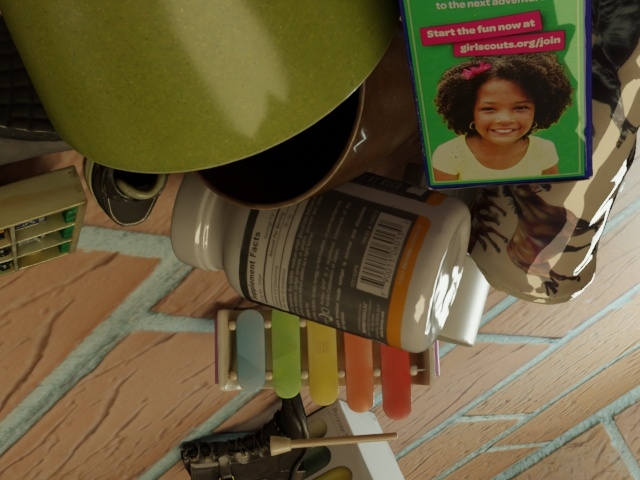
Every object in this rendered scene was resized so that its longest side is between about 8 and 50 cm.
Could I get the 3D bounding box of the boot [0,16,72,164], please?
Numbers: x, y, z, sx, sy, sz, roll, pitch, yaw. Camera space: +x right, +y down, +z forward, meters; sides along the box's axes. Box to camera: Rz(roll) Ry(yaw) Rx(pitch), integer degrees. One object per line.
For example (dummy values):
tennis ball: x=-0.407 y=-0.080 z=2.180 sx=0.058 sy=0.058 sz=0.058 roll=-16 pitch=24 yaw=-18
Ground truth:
boot: x=-0.331 y=-0.080 z=0.898 sx=0.338 sy=0.118 sz=0.223 roll=-4 pitch=154 yaw=-24

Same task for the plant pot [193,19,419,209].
plant pot: x=0.010 y=-0.145 z=0.972 sx=0.215 sy=0.215 sz=0.230 roll=-43 pitch=163 yaw=31

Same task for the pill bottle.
pill bottle: x=0.000 y=0.000 z=1.054 sx=0.162 sy=0.278 sz=0.162 roll=17 pitch=90 yaw=-73

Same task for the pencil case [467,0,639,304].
pencil case: x=0.280 y=-0.143 z=1.085 sx=0.183 sy=0.160 sz=0.410 roll=-36 pitch=147 yaw=-59

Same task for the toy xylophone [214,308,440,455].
toy xylophone: x=0.014 y=0.180 z=1.465 sx=0.322 sy=0.236 sz=0.081 roll=-10 pitch=174 yaw=2

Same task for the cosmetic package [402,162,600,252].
cosmetic package: x=0.220 y=-0.027 z=1.298 sx=0.238 sy=0.107 sz=0.127 roll=14 pitch=-177 yaw=-6

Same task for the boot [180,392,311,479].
boot: x=-0.139 y=0.380 z=1.887 sx=0.229 sy=0.091 sz=0.263 roll=-3 pitch=129 yaw=-11

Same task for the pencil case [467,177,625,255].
pencil case: x=0.279 y=-0.062 z=1.425 sx=0.273 sy=0.113 sz=0.124 roll=-26 pitch=158 yaw=1

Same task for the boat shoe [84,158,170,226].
boat shoe: x=-0.189 y=-0.072 z=1.043 sx=0.080 sy=0.073 sz=0.223 roll=-14 pitch=151 yaw=-22

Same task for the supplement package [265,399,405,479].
supplement package: x=0.004 y=0.479 z=2.072 sx=0.262 sy=0.199 sz=0.198 roll=-32 pitch=152 yaw=13

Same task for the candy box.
candy box: x=0.105 y=-0.237 z=0.668 sx=0.122 sy=0.268 sz=0.317 roll=-6 pitch=135 yaw=12

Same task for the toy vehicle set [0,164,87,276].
toy vehicle set: x=-0.314 y=-0.001 z=0.991 sx=0.166 sy=0.035 sz=0.267 roll=-19 pitch=176 yaw=-18

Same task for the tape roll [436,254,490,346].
tape roll: x=0.063 y=0.046 z=1.262 sx=0.286 sy=0.100 sz=0.286 roll=15 pitch=174 yaw=2

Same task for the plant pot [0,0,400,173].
plant pot: x=-0.112 y=-0.240 z=0.641 sx=0.274 sy=0.275 sz=0.293 roll=-25 pitch=139 yaw=-1
